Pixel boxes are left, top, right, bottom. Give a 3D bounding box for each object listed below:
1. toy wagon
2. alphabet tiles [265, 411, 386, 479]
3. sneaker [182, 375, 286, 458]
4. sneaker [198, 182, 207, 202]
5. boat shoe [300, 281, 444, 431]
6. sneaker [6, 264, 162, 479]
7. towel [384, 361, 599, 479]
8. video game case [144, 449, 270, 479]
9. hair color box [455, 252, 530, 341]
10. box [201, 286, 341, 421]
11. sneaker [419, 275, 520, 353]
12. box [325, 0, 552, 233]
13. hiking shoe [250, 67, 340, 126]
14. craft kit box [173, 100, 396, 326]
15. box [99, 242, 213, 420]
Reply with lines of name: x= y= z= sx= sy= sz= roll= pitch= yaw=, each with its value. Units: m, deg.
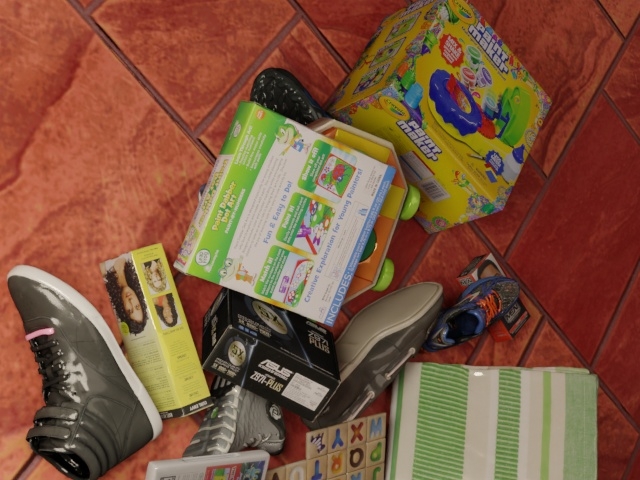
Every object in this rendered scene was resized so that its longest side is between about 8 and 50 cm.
toy wagon: x=0.000 y=0.000 z=1.746 sx=0.267 sy=0.068 sz=0.344 roll=19 pitch=91 yaw=-30
alphabet tiles: x=0.008 y=0.368 z=1.730 sx=0.237 sy=0.009 sz=0.198 roll=-8 pitch=104 yaw=-41
sneaker: x=-0.110 y=0.290 z=1.653 sx=0.132 sy=0.086 sz=0.229 roll=39 pitch=55 yaw=-28
sneaker: x=-0.124 y=-0.036 z=1.751 sx=0.135 sy=0.058 sz=0.052 roll=49 pitch=52 yaw=-18
boat shoe: x=0.080 y=0.182 z=1.837 sx=0.335 sy=0.112 sz=0.095 roll=-37 pitch=120 yaw=-35
sneaker: x=-0.326 y=0.177 z=1.486 sx=0.296 sy=0.104 sz=0.147 roll=58 pitch=44 yaw=-17
towel: x=0.264 y=0.309 z=1.836 sx=0.038 sy=0.325 sz=0.248 roll=68 pitch=27 yaw=-63
video game case: x=-0.164 y=0.377 z=1.560 sx=0.183 sy=0.023 sz=0.201 roll=2 pitch=106 yaw=-40
hair color box: x=0.305 y=0.101 z=2.080 sx=0.072 sy=0.043 sz=0.141 roll=-44 pitch=105 yaw=-37
box: x=-0.070 y=0.152 z=1.653 sx=0.180 sy=0.077 sz=0.147 roll=29 pitch=18 yaw=-15
sneaker: x=0.257 y=0.128 z=1.976 sx=0.221 sy=0.087 sz=0.083 roll=-31 pitch=103 yaw=-26
box: x=0.203 y=-0.222 z=2.001 sx=0.290 sy=0.177 sz=0.279 roll=45 pitch=52 yaw=-21
hiking shoe: x=-0.002 y=-0.149 z=1.872 sx=0.304 sy=0.113 sz=0.132 roll=55 pitch=29 yaw=-15
craft kit box: x=-0.046 y=-0.033 z=1.646 sx=0.246 sy=0.061 sz=0.250 roll=23 pitch=89 yaw=-31
box: x=-0.224 y=0.127 z=1.603 sx=0.058 sy=0.087 sz=0.232 roll=-18 pitch=88 yaw=-44
